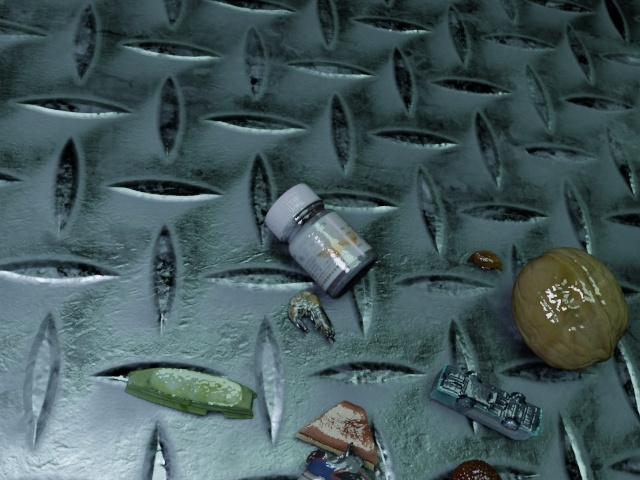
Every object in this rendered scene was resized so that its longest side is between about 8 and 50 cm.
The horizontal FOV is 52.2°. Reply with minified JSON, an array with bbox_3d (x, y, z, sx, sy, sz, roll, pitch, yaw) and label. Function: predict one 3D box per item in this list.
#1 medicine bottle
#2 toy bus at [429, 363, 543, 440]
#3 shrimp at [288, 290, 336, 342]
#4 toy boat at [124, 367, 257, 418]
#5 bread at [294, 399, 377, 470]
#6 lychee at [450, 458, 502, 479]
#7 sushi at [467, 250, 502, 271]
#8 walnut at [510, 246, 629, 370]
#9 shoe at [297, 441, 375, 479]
[{"bbox_3d":[0.000,0.000,1.660,0.273,0.165,0.165,46,59,11],"label":"medicine bottle"},{"bbox_3d":[0.399,0.393,1.582,0.261,0.109,0.091,27,58,2],"label":"toy bus"},{"bbox_3d":[-0.021,0.198,1.621,0.091,0.034,0.161,-30,66,-17],"label":"shrimp"},{"bbox_3d":[-0.282,0.333,1.444,0.292,0.055,0.093,13,55,-9],"label":"toy boat"},{"bbox_3d":[0.054,0.429,1.480,0.192,0.067,0.119,26,66,0],"label":"bread"},{"bbox_3d":[0.352,0.559,1.465,0.123,0.129,0.123,-2,98,-11],"label":"lychee"},{"bbox_3d":[0.467,0.058,1.839,0.099,0.047,0.050,20,43,15],"label":"sushi"},{"bbox_3d":[0.645,0.178,1.699,0.277,0.252,0.313,-20,72,-38],"label":"walnut"},{"bbox_3d":[0.067,0.501,1.412,0.227,0.099,0.126,12,74,-5],"label":"shoe"}]
